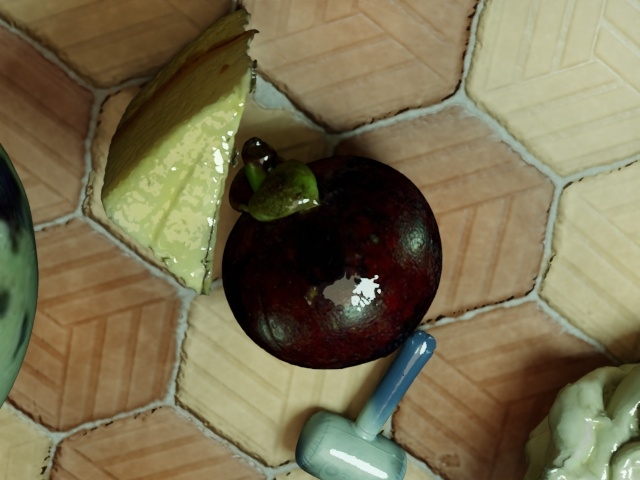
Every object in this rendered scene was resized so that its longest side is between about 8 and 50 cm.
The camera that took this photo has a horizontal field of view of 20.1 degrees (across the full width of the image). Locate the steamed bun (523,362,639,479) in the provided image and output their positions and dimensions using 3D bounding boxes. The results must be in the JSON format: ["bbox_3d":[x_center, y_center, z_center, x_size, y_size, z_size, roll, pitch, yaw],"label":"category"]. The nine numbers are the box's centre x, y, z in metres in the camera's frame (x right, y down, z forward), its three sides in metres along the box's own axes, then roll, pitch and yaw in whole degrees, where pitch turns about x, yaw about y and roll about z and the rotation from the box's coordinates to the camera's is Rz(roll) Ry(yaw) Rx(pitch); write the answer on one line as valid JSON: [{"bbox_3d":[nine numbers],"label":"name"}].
[{"bbox_3d":[0.341,0.242,1.797,0.320,0.206,0.275,-20,100,10],"label":"steamed bun"}]

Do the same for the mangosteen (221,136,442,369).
[{"bbox_3d":[0.006,0.010,1.667,0.216,0.216,0.216,0,116,0],"label":"mangosteen"}]

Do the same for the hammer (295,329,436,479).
[{"bbox_3d":[0.062,0.172,1.837,0.116,0.069,0.194,27,108,-12],"label":"hammer"}]

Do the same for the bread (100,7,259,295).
[{"bbox_3d":[-0.085,-0.093,1.605,0.178,0.240,0.135,-41,110,18],"label":"bread"}]

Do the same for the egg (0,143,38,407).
[{"bbox_3d":[-0.421,0.038,1.613,0.345,0.345,0.428,-7,124,3],"label":"egg"}]
